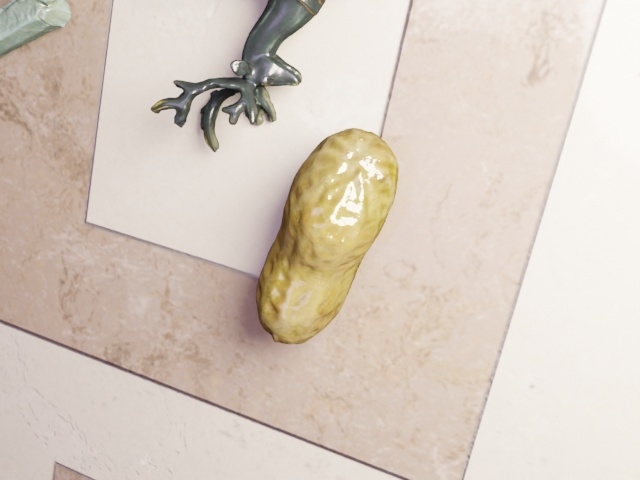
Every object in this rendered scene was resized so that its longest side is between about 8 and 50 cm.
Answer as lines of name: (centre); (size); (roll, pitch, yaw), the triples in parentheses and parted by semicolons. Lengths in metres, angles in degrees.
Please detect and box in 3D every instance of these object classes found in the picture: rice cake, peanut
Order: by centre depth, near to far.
peanut: (0.000, 0.000, 0.570); (0.095, 0.108, 0.226); (27, 108, 8)
rice cake: (-0.398, -0.234, 0.702); (0.245, 0.045, 0.042); (-16, 90, 21)

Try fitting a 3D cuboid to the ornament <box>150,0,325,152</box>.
ornament: (-0.095, -0.214, 0.583); (0.202, 0.080, 0.236); (35, 108, 7)
